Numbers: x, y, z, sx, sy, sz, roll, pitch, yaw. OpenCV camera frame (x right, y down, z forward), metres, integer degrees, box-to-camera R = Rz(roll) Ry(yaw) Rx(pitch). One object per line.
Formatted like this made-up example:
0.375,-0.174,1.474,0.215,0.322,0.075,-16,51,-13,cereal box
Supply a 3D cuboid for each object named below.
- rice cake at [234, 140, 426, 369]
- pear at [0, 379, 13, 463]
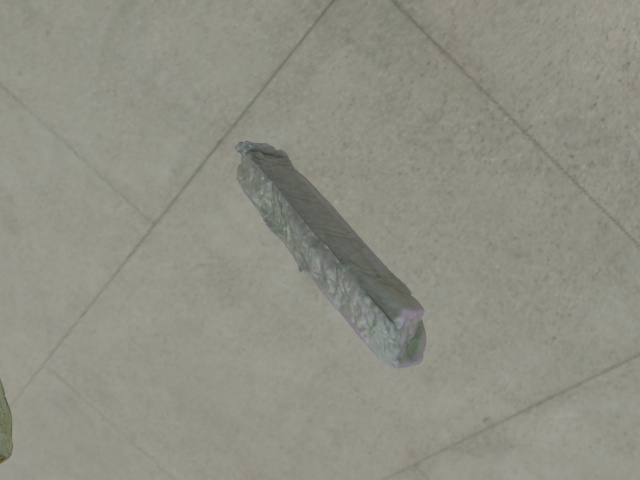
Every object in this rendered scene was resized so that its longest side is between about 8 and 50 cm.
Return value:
0.000,-0.001,0.600,0.270,0.055,0.049,49,133,41,rice cake
-0.399,0.190,0.814,0.104,0.141,0.141,-21,117,-8,pear
